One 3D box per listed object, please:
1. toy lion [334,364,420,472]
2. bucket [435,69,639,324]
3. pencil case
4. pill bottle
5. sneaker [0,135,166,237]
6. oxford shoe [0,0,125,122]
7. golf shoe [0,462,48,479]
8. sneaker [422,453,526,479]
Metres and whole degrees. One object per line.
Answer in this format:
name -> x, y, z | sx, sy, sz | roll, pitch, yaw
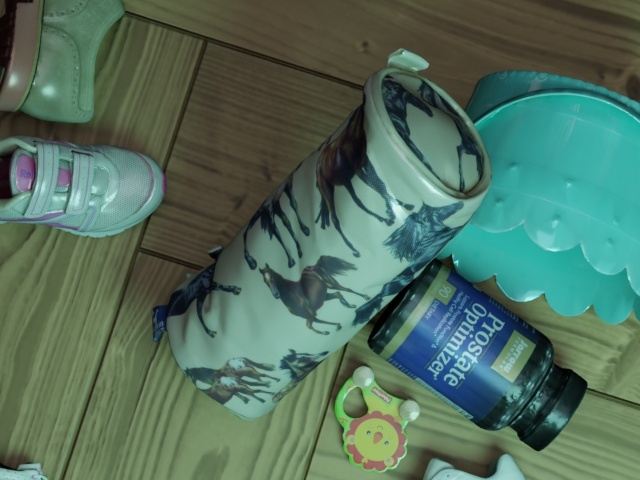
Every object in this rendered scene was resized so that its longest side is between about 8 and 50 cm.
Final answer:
toy lion -> 0.056, 0.199, 1.751 | 0.100, 0.034, 0.096 | 37, 90, 2
bucket -> 0.246, -0.045, 1.680 | 0.281, 0.281, 0.183 | 20, 78, -1
pencil case -> 0.000, 0.000, 1.601 | 0.410, 0.160, 0.183 | -46, 64, 34
pill bottle -> 0.170, 0.125, 1.718 | 0.219, 0.123, 0.122 | 35, 82, 0
sneaker -> -0.292, -0.058, 1.721 | 0.252, 0.111, 0.103 | -2, 83, -4
oxford shoe -> -0.277, -0.294, 1.770 | 0.130, 0.123, 0.348 | 16, 80, -28
golf shoe -> -0.309, 0.279, 1.698 | 0.186, 0.067, 0.086 | 32, 80, 1
sneaker -> 0.120, 0.296, 1.721 | 0.232, 0.090, 0.115 | -18, 77, -15
